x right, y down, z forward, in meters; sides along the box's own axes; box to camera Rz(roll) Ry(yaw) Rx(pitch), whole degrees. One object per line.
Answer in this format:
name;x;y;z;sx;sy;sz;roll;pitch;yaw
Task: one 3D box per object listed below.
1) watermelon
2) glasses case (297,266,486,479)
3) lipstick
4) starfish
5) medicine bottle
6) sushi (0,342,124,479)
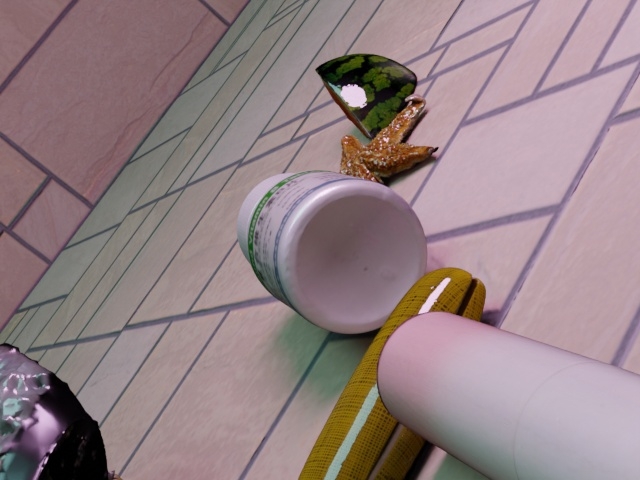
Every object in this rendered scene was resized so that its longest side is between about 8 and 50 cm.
watermelon;0.055;-0.166;1.461;0.094;0.125;0.135;105;167;-49
glasses case;0.051;0.118;0.862;0.234;0.064;0.079;-58;12;-23
lipstick;0.128;0.103;0.657;0.087;0.087;0.327;-52;17;-7
starfish;0.048;-0.072;1.309;0.240;0.043;0.227;-54;16;-5
medicine bottle;0.000;0.000;1.111;0.139;0.139;0.237;-51;18;-3
sushi;-0.315;0.289;1.107;0.329;0.285;0.328;-14;40;28
